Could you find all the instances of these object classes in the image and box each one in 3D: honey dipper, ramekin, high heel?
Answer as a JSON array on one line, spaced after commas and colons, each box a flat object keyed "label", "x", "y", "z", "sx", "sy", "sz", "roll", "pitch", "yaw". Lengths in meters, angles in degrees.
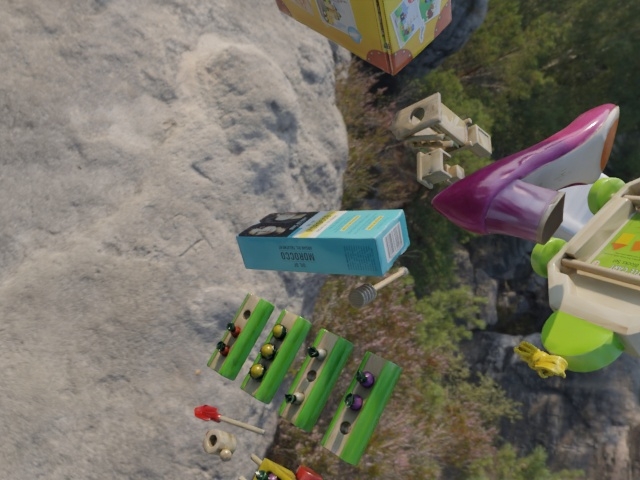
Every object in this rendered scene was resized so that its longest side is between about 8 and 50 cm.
[{"label": "honey dipper", "x": 0.099, "y": 0.068, "z": 0.811, "sx": 0.161, "sy": 0.031, "sz": 0.030, "roll": -21, "pitch": 94, "yaw": -50}, {"label": "ramekin", "x": 0.515, "y": -0.081, "z": 1.095, "sx": 0.277, "sy": 0.277, "sz": 0.135, "roll": 28, "pitch": 98, "yaw": -32}, {"label": "high heel", "x": 0.227, "y": -0.084, "z": 0.545, "sx": 0.244, "sy": 0.117, "sz": 0.082, "roll": -46, "pitch": 138, "yaw": -27}]

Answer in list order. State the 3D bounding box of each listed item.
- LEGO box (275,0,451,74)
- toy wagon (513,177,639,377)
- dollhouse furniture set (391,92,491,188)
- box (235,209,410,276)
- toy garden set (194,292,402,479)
[{"label": "LEGO box", "x": 0.027, "y": -0.603, "z": 0.919, "sx": 0.193, "sy": 0.372, "sz": 0.500, "roll": -45, "pitch": 152, "yaw": -8}, {"label": "toy wagon", "x": 0.362, "y": 0.033, "z": 0.573, "sx": 0.344, "sy": 0.267, "sz": 0.068, "roll": -45, "pitch": 108, "yaw": -6}, {"label": "dollhouse furniture set", "x": 0.225, "y": -0.143, "z": 0.936, "sx": 0.182, "sy": 0.101, "sz": 0.160, "roll": 23, "pitch": 62, "yaw": -40}, {"label": "box", "x": 0.000, "y": 0.000, "z": 0.768, "sx": 0.100, "sy": 0.245, "sz": 0.060, "roll": -41, "pitch": 124, "yaw": -49}, {"label": "toy garden set", "x": -0.060, "y": 0.180, "z": 0.574, "sx": 0.049, "sy": 0.244, "sz": 0.203, "roll": 43, "pitch": 72, "yaw": -47}]
